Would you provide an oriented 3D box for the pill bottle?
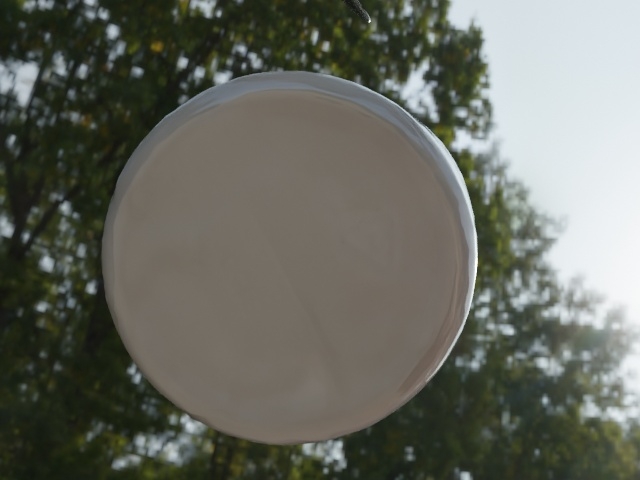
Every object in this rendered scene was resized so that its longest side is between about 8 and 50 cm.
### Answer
[{"bbox_3d":[0.000,0.000,0.685,0.169,0.169,0.301,4,4,7],"label":"pill bottle"}]

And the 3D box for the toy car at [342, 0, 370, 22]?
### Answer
[{"bbox_3d":[-0.002,-0.244,0.858,0.149,0.155,0.188,-21,-65,13],"label":"toy car"}]
